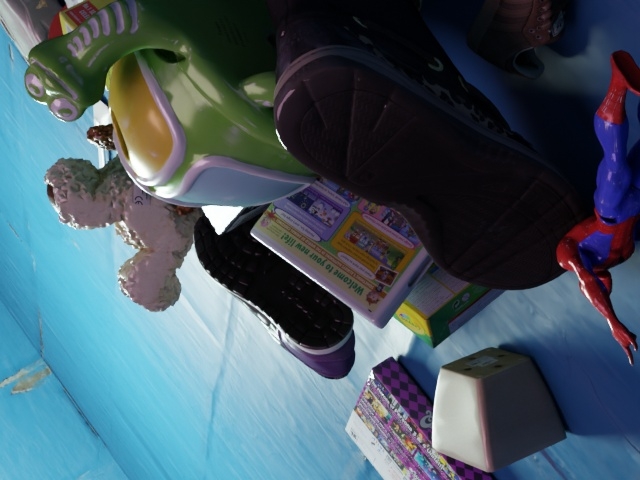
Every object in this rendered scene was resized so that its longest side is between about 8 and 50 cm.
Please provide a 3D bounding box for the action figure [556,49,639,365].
[{"bbox_3d":[0.263,-0.017,1.059,0.139,0.091,0.280,55,158,30],"label":"action figure"}]

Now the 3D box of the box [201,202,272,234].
[{"bbox_3d":[-0.115,-0.168,1.556,0.270,0.143,0.165,58,156,4],"label":"box"}]

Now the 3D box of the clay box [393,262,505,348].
[{"bbox_3d":[0.087,0.005,1.383,0.222,0.127,0.053,38,157,41],"label":"clay box"}]

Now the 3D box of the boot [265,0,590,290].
[{"bbox_3d":[0.083,-0.131,1.188,0.377,0.138,0.284,27,-147,-37],"label":"boot"}]

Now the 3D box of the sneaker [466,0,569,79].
[{"bbox_3d":[0.176,-0.201,1.074,0.071,0.066,0.188,36,157,9],"label":"sneaker"}]

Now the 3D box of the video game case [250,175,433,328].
[{"bbox_3d":[0.050,-0.037,1.350,0.212,0.193,0.023,35,176,42],"label":"video game case"}]

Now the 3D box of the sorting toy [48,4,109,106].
[{"bbox_3d":[-0.223,-0.197,1.828,0.365,0.127,0.126,44,-178,25],"label":"sorting toy"}]

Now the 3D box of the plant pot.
[{"bbox_3d":[0.185,0.176,1.434,0.109,0.109,0.096,13,117,59],"label":"plant pot"}]

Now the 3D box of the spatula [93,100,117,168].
[{"bbox_3d":[-0.323,-0.115,2.185,0.168,0.019,0.242,43,153,21],"label":"spatula"}]

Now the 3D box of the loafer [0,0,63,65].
[{"bbox_3d":[-0.460,-0.374,2.027,0.111,0.112,0.319,-11,110,56],"label":"loafer"}]

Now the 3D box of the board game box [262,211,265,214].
[{"bbox_3d":[-0.042,0.033,1.771,0.147,0.045,0.193,56,156,5],"label":"board game box"}]

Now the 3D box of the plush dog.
[{"bbox_3d":[-0.228,-0.069,1.847,0.262,0.210,0.225,52,-163,-24],"label":"plush dog"}]

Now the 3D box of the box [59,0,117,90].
[{"bbox_3d":[-0.158,-0.254,1.429,0.087,0.232,0.058,47,156,28],"label":"box"}]

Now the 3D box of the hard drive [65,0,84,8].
[{"bbox_3d":[-0.264,-0.376,1.638,0.237,0.064,0.339,68,156,9],"label":"hard drive"}]

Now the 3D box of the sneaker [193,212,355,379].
[{"bbox_3d":[-0.062,0.072,1.679,0.283,0.107,0.124,46,163,32],"label":"sneaker"}]

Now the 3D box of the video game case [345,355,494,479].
[{"bbox_3d":[0.131,0.288,1.738,0.232,0.042,0.210,50,155,19],"label":"video game case"}]

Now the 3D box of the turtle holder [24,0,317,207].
[{"bbox_3d":[-0.106,-0.136,1.307,0.227,0.320,0.243,-41,85,32],"label":"turtle holder"}]
